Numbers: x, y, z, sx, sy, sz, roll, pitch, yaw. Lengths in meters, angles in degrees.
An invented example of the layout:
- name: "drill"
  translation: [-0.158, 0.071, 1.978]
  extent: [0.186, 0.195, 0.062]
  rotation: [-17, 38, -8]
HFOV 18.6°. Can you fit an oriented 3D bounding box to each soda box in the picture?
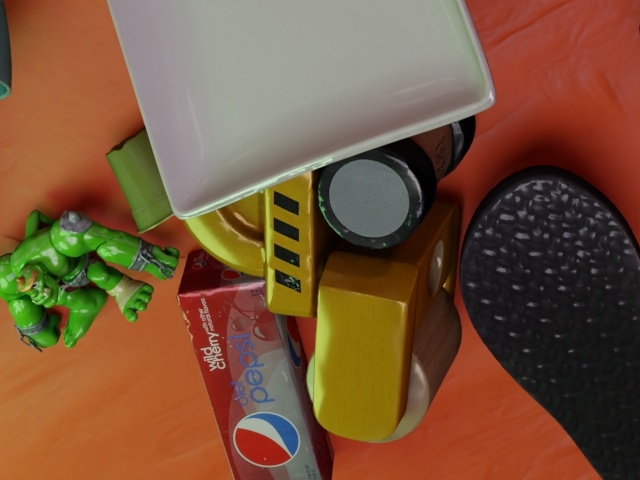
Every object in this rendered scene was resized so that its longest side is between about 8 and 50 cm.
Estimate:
- name: "soda box"
  translation: [-0.061, 0.134, 1.901]
  extent: [0.092, 0.083, 0.263]
  rotation: [-9, 118, 10]

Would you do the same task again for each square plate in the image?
- name: "square plate"
  translation: [-0.036, -0.225, 1.578]
  extent: [0.344, 0.049, 0.347]
  rotation: [-19, 87, 39]

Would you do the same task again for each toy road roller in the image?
- name: "toy road roller"
  translation: [0.000, 0.000, 1.760]
  extent: [0.241, 0.202, 0.329]
  rotation: [8, 116, 16]

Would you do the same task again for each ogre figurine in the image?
- name: "ogre figurine"
  translation: [-0.241, 0.034, 1.862]
  extent: [0.118, 0.096, 0.197]
  rotation: [38, 149, -29]

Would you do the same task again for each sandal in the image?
- name: "sandal"
  translation: [0.253, 0.087, 1.843]
  extent: [0.168, 0.107, 0.445]
  rotation: [-21, 128, 16]

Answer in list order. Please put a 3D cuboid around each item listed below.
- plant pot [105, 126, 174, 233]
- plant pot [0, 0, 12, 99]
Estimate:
- name: "plant pot"
  translation: [-0.158, -0.061, 1.810]
  extent: [0.083, 0.083, 0.079]
  rotation: [-31, 99, 21]
- name: "plant pot"
  translation: [-0.401, -0.232, 1.648]
  extent: [0.290, 0.290, 0.195]
  rotation: [2, 84, 5]
